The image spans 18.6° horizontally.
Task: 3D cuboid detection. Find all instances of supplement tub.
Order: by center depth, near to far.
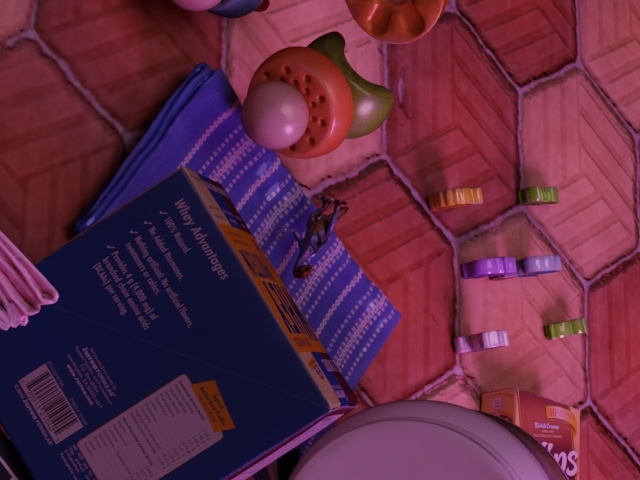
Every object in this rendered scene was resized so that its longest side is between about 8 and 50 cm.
[{"bbox_3d":[0.093,0.255,1.630,0.331,0.241,0.241,32,50,-77],"label":"supplement tub"}]

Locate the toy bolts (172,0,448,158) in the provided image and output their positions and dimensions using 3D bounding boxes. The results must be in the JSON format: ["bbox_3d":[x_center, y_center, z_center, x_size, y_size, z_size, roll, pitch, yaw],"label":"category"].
[{"bbox_3d":[-0.026,-0.207,1.725,0.228,0.218,0.158,47,32,10],"label":"toy bolts"}]

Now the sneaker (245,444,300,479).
[{"bbox_3d":[-0.128,0.148,1.602,0.315,0.182,0.127,67,27,-57],"label":"sneaker"}]

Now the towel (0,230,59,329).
[{"bbox_3d":[-0.343,-0.082,1.301,0.053,0.332,0.317,-47,118,-14],"label":"towel"}]

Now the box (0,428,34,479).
[{"bbox_3d":[-0.385,0.162,1.271,0.294,0.183,0.296,58,46,-19],"label":"box"}]

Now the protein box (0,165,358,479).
[{"bbox_3d":[-0.115,0.088,1.375,0.199,0.201,0.136,58,5,8],"label":"protein box"}]

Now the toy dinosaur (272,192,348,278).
[{"bbox_3d":[0.000,0.000,1.791,0.090,0.047,0.082,23,84,-53],"label":"toy dinosaur"}]

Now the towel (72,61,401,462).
[{"bbox_3d":[-0.065,0.032,1.761,0.336,0.040,0.243,53,47,-23],"label":"towel"}]

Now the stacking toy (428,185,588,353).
[{"bbox_3d":[0.205,0.026,2.044,0.221,0.052,0.167,-4,82,-48],"label":"stacking toy"}]

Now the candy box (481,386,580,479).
[{"bbox_3d":[0.213,0.253,1.989,0.109,0.053,0.186,21,63,-41],"label":"candy box"}]
